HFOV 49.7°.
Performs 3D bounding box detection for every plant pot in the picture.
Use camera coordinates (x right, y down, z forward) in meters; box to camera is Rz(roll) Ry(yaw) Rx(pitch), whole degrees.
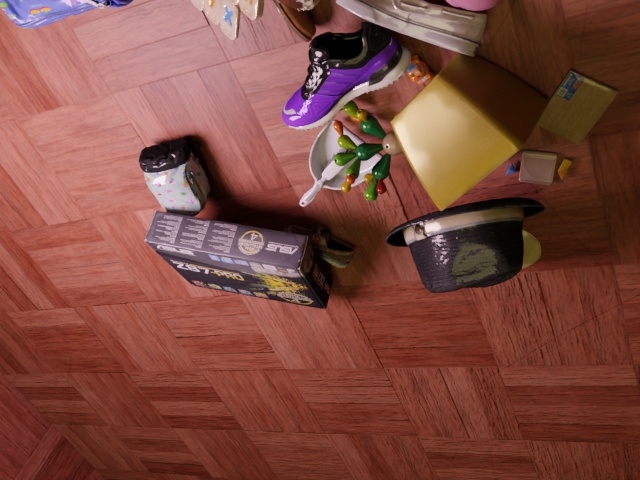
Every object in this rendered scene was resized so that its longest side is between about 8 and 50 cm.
[{"bbox_3d":[0.259,-0.221,1.280,0.187,0.212,0.212,44,134,-4],"label":"plant pot"}]

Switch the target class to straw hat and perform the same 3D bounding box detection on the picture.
[{"bbox_3d":[0.417,0.037,1.547,0.144,0.061,0.144,12,135,12],"label":"straw hat"}]

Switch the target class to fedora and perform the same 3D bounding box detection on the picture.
[{"bbox_3d":[0.301,0.022,1.409,0.334,0.334,0.152,-15,80,33],"label":"fedora"}]

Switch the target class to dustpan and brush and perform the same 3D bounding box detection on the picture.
[{"bbox_3d":[0.018,-0.149,1.540,0.147,0.060,0.211,36,135,-11],"label":"dustpan and brush"}]

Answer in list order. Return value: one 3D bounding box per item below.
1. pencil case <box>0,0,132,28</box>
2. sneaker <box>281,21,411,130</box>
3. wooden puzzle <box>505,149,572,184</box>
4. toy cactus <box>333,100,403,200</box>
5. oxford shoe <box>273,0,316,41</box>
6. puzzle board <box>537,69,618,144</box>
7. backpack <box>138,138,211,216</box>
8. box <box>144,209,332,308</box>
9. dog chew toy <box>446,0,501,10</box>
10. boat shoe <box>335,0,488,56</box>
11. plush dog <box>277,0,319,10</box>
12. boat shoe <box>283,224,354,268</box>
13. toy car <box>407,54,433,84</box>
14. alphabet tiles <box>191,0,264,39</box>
[{"bbox_3d":[-0.508,-0.503,1.383,0.306,0.133,0.119,-2,159,26],"label":"pencil case"},{"bbox_3d":[0.014,-0.325,1.319,0.293,0.102,0.146,-26,140,33],"label":"sneaker"},{"bbox_3d":[0.441,-0.148,1.397,0.116,0.014,0.078,13,131,11],"label":"wooden puzzle"},{"bbox_3d":[0.112,-0.193,1.426,0.180,0.112,0.219,-14,97,8],"label":"toy cactus"},{"bbox_3d":[-0.051,-0.465,1.268,0.076,0.076,0.212,-17,125,19],"label":"oxford shoe"},{"bbox_3d":[0.475,-0.248,1.290,0.096,0.011,0.128,25,135,1],"label":"puzzle board"},{"bbox_3d":[-0.344,-0.143,1.663,0.152,0.115,0.182,-5,132,23],"label":"backpack"},{"bbox_3d":[-0.189,0.053,1.717,0.395,0.097,0.318,10,158,15],"label":"box"},{"bbox_3d":[0.294,-0.477,1.027,0.206,0.206,0.332,34,143,-10],"label":"dog chew toy"},{"bbox_3d":[0.162,-0.407,1.219,0.267,0.096,0.088,23,109,10],"label":"boat shoe"},{"bbox_3d":[0.032,-0.516,1.107,0.225,0.211,0.262,-9,169,-20],"label":"plush dog"},{"bbox_3d":[0.000,0.000,1.694,0.183,0.066,0.066,24,132,-14],"label":"boat shoe"},{"bbox_3d":[0.154,-0.315,1.341,0.122,0.040,0.060,-11,126,30],"label":"toy car"},{"bbox_3d":[-0.176,-0.508,1.201,0.284,0.021,0.278,47,145,30],"label":"alphabet tiles"}]
